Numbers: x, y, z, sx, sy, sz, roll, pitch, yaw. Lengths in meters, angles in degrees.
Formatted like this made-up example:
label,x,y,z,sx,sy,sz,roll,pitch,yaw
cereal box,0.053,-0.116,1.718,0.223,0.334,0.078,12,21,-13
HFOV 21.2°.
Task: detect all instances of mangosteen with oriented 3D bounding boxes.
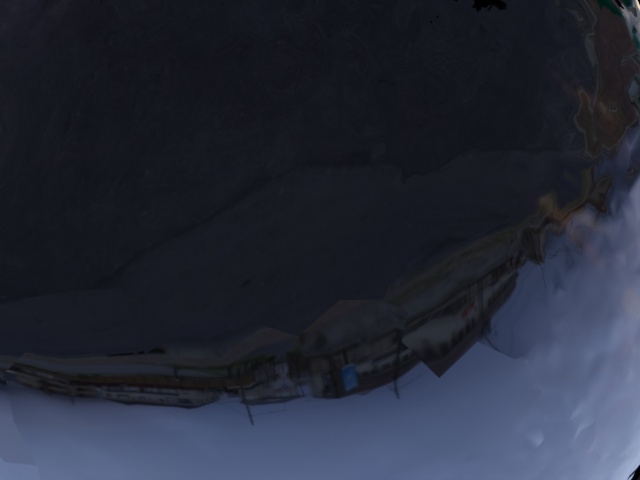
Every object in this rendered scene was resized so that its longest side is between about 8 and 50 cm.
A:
label,x,y,z,sx,sy,sz,roll,pitch,yaw
mangosteen,0.000,0.000,0.490,0.275,0.302,0.275,-26,-136,28
